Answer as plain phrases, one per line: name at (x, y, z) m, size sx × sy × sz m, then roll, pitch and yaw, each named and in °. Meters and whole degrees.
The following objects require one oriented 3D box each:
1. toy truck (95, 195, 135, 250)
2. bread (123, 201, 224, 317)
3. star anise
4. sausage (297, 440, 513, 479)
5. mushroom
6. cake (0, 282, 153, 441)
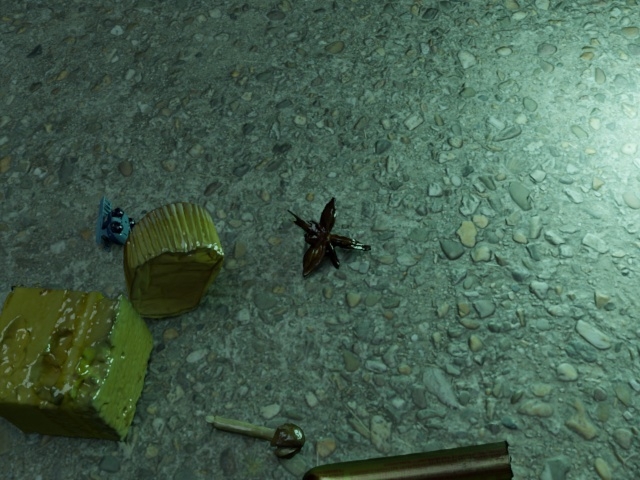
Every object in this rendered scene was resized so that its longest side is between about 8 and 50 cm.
toy truck at (-0.450, -0.047, 1.525) m, size 0.074 × 0.063 × 0.136 m, roll -18°, pitch 52°, yaw 15°
bread at (-0.289, 0.037, 1.341) m, size 0.179 × 0.250 × 0.133 m, roll -9°, pitch 57°, yaw -26°
star anise at (-0.001, -0.010, 1.474) m, size 0.158 × 0.144 × 0.140 m, roll -31°, pitch 104°, yaw -7°
sausage at (0.137, 0.400, 1.174) m, size 0.372 × 0.082 × 0.082 m, roll -7°, pitch 56°, yaw 1°
mushroom at (-0.118, 0.346, 1.241) m, size 0.187 × 0.060 × 0.061 m, roll 7°, pitch 64°, yaw 15°
cake at (-0.481, 0.218, 1.248) m, size 0.286 × 0.227 × 0.222 m, roll 4°, pitch 58°, yaw 7°
